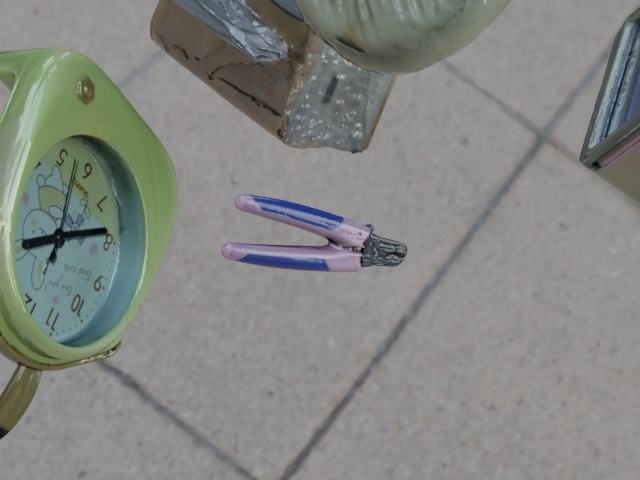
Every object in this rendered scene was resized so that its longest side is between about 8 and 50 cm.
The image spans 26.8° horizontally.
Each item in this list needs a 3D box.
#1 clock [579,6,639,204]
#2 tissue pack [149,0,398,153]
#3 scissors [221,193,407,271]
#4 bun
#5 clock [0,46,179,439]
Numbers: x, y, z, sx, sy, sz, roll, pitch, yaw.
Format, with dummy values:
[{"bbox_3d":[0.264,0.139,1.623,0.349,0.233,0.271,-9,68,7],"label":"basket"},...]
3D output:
[{"bbox_3d":[0.258,-0.119,0.849,0.071,0.192,0.147,31,56,-12],"label":"clock"},{"bbox_3d":[-0.072,-0.263,1.542,0.239,0.238,0.305,-13,37,-34],"label":"tissue pack"},{"bbox_3d":[0.000,0.000,0.748,0.113,0.039,0.012,9,14,-28],"label":"scissors"},{"bbox_3d":[0.083,-0.263,1.201,0.141,0.239,0.239,12,43,-55],"label":"bun"},{"bbox_3d":[-0.178,0.007,0.845,0.069,0.170,0.232,3,58,27],"label":"clock"}]
